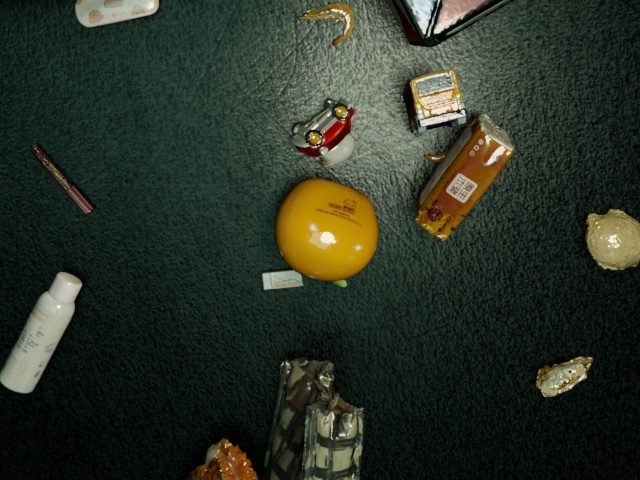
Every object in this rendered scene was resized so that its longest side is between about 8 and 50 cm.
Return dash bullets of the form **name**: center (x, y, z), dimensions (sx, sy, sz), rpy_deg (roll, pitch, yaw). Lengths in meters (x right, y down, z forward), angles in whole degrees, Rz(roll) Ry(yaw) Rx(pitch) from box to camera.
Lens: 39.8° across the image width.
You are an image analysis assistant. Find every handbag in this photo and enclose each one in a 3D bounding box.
- **handbag**: center (-0.012, 0.439, 1.791), dimensions (0.163, 0.325, 0.326), rpy_deg (4, 100, -16)

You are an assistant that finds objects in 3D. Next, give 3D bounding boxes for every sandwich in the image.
- **sandwich**: center (-0.208, 0.542, 1.872), dimensions (0.109, 0.292, 0.212), rpy_deg (4, 60, -36)

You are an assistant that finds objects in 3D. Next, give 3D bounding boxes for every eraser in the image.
- **eraser**: center (-0.080, 0.082, 1.874), dimensions (0.083, 0.019, 0.038), rpy_deg (-7, 103, 0)

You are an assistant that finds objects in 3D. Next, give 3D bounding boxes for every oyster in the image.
- **oyster**: center (0.532, 0.295, 1.927), dimensions (0.132, 0.029, 0.086), rpy_deg (-5, 107, -3)

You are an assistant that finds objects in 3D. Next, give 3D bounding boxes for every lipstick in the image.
- **lipstick**: center (-0.534, -0.125, 1.821), dimensions (0.027, 0.027, 0.176), rpy_deg (-40, 98, 6)

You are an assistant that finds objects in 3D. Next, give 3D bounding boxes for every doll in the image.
- **doll**: center (0.000, 0.000, 1.786), dimensions (0.214, 0.213, 0.236), rpy_deg (25, 141, -6)

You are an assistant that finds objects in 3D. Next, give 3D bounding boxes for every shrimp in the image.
- **shrimp**: center (0.013, -0.432, 1.774), dimensions (0.114, 0.023, 0.083), rpy_deg (-7, 104, -4)

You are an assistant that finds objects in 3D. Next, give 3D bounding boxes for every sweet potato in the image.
- **sweet potato**: center (0.274, -0.177, 1.830), dimensions (0.115, 0.026, 0.026), rpy_deg (-14, 101, 6)

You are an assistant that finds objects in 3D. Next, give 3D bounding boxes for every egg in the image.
- **egg**: center (0.612, 0.000, 1.832), dimensions (0.140, 0.118, 0.116), rpy_deg (23, 143, -15)

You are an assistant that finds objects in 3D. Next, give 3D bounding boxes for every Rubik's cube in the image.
- **Rubik's cube**: center (0.230, -0.523, 1.648), dimensions (0.246, 0.250, 0.248), rpy_deg (-29, 103, 5)

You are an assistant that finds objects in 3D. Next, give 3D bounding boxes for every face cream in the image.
- **face cream**: center (-0.582, 0.189, 1.854), dimensions (0.082, 0.082, 0.269), rpy_deg (28, 99, -6)

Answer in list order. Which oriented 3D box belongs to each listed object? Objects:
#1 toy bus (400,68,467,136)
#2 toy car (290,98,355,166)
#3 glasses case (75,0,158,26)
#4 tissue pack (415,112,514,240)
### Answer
- **toy bus**: center (0.217, -0.268, 1.726), dimensions (0.098, 0.201, 0.114), rpy_deg (-14, 93, 2)
- **toy car**: center (0.022, -0.208, 1.785), dimensions (0.139, 0.112, 0.112), rpy_deg (-41, 114, -3)
- **glasses case**: center (-0.402, -0.464, 1.748), dimensions (0.164, 0.041, 0.063), rpy_deg (-11, 101, 0)
- **tissue pack**: center (0.279, -0.129, 1.739), dimensions (0.092, 0.183, 0.226), rpy_deg (35, 111, -7)
